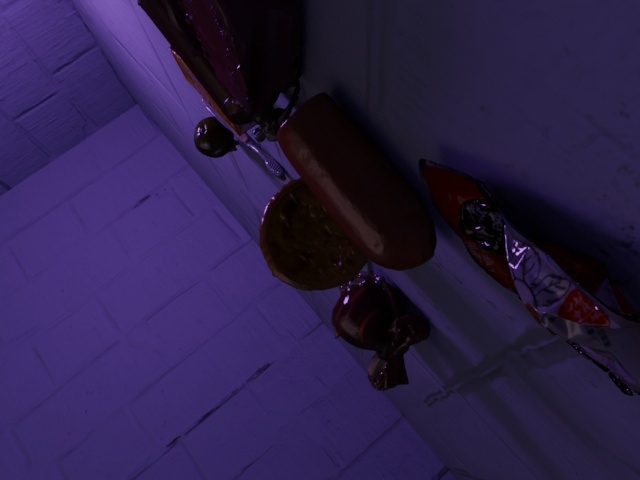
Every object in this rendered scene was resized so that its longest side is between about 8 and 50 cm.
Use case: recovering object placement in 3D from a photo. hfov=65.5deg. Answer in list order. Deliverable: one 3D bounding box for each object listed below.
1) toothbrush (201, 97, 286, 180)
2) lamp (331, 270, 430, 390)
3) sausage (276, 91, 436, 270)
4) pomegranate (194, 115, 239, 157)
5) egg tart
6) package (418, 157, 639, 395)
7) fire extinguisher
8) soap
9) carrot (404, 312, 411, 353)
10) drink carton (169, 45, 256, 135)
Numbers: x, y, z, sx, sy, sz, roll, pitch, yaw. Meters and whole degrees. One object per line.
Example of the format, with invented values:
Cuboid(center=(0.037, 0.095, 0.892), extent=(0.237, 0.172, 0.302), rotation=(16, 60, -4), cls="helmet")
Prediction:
Cuboid(center=(-0.203, -0.268, 1.259), extent=(0.375, 0.028, 0.037), rotation=(46, 175, 27), cls="toothbrush")
Cuboid(center=(0.107, 0.184, 1.063), extent=(0.223, 0.151, 0.215), rotation=(52, 132, 47), cls="lamp")
Cuboid(center=(0.052, -0.069, 0.660), extent=(0.259, 0.113, 0.113), rotation=(51, 169, 6), cls="sausage")
Cuboid(center=(-0.279, -0.277, 1.364), extent=(0.114, 0.114, 0.142), rotation=(46, -167, 24), cls="pomegranate")
Cuboid(center=(0.000, 0.000, 0.893), extent=(0.202, 0.202, 0.147), rotation=(48, 178, 15), cls="egg tart")
Cuboid(center=(0.206, 0.028, 0.485), extent=(0.194, 0.071, 0.269), rotation=(62, 178, -36), cls="package")
Cuboid(center=(-0.138, -0.286, 0.785), extent=(0.337, 0.106, 0.147), rotation=(51, 144, -4), cls="fire extinguisher")
Cuboid(center=(-0.108, -0.295, 0.581), extent=(0.182, 0.112, 0.289), rotation=(47, 168, 7), cls="soap")
Cuboid(center=(0.190, 0.225, 1.186), extent=(0.061, 0.061, 0.257), rotation=(47, 166, 22), cls="carrot")
Cuboid(center=(-0.208, -0.319, 1.004), extent=(0.223, 0.071, 0.096), rotation=(47, 169, 26), cls="drink carton")
